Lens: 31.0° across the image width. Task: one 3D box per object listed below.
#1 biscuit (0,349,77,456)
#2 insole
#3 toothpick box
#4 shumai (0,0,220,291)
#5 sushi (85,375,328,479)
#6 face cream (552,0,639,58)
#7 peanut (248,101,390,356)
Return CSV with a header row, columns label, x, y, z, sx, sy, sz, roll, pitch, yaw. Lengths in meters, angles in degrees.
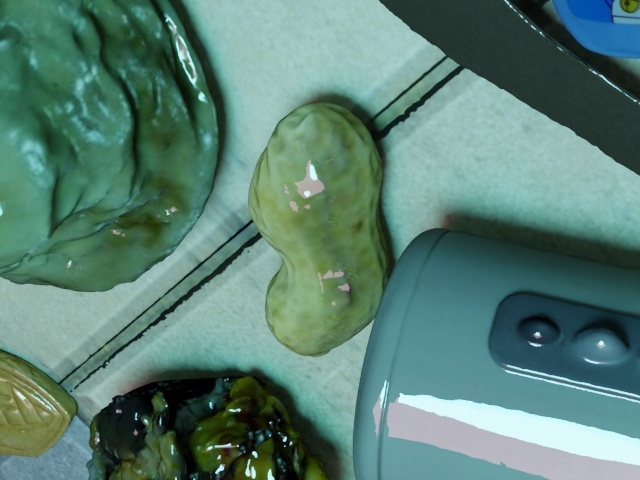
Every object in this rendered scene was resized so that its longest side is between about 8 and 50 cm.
label,x,y,z,sx,sy,sz,roll,pitch,yaw
biscuit,-0.352,0.170,1.217,0.220,0.029,0.142,-1,120,27
insole,0.125,-0.126,0.762,0.327,0.007,0.111,36,164,4
toothpick box,0.196,0.113,0.791,0.316,0.229,0.229,11,125,18
shumai,-0.292,-0.081,0.835,0.324,0.323,0.397,-22,109,33
sushi,-0.088,0.229,1.037,0.200,0.204,0.213,-16,76,59
face cream,0.188,-0.238,0.647,0.149,0.083,0.264,5,123,29
peanut,0.000,0.000,0.891,0.103,0.098,0.229,45,146,51
